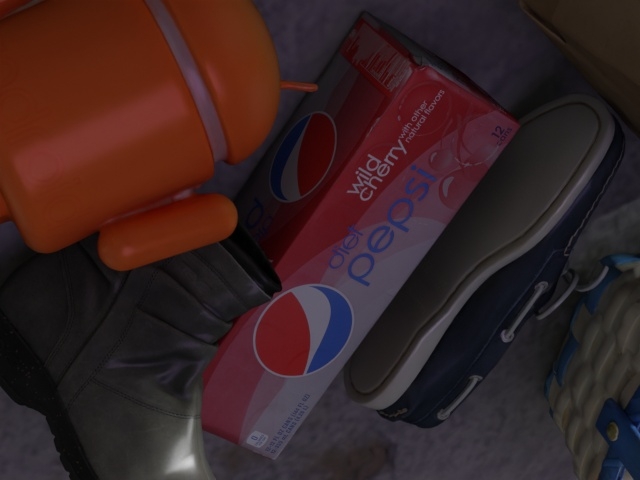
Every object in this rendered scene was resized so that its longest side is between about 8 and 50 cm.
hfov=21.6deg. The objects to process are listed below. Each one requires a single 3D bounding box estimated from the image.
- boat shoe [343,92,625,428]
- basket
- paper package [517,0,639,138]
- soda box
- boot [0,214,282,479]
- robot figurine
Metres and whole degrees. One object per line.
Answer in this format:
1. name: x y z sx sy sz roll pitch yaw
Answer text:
1. boat shoe: 0.117 0.020 1.086 0.079 0.095 0.254 26 106 -32
2. basket: 0.294 0.132 1.110 0.255 0.289 0.201 2 125 -29
3. paper package: 0.327 -0.163 0.995 0.325 0.168 0.309 -49 142 6
4. soda box: 0.000 0.000 1.027 0.092 0.083 0.263 28 104 -34
5. boot: -0.080 0.072 0.953 0.161 0.246 0.083 -44 165 8
6. robot figurine: -0.115 -0.073 0.905 0.219 0.158 0.128 -26 142 -9
